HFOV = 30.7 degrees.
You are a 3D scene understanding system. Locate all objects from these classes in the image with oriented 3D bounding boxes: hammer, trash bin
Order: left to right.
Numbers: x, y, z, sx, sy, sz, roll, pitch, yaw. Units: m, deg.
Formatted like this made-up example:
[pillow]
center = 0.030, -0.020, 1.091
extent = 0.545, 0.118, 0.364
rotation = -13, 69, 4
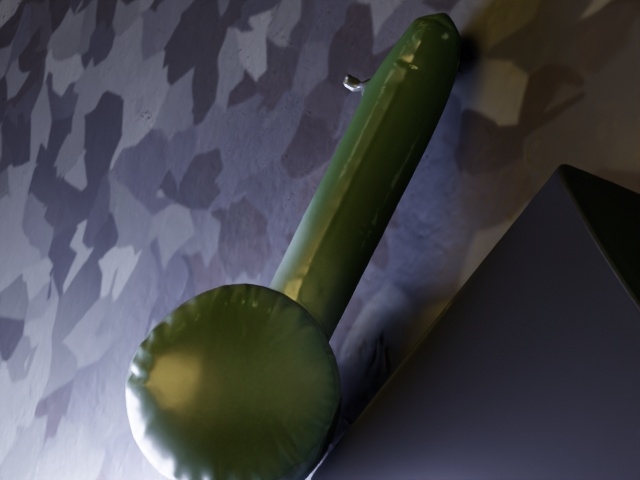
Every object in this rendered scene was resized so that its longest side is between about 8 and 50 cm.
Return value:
[hammer]
center = 0.000, 0.000, 0.707
extent = 0.206, 0.119, 0.335
rotation = 105, -169, -76
[trash bin]
center = 0.108, 0.106, 0.559
extent = 0.225, 0.115, 0.165
rotation = -50, 43, 26
